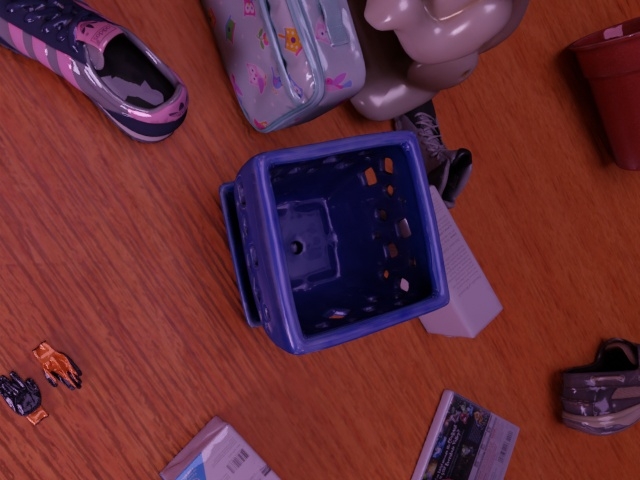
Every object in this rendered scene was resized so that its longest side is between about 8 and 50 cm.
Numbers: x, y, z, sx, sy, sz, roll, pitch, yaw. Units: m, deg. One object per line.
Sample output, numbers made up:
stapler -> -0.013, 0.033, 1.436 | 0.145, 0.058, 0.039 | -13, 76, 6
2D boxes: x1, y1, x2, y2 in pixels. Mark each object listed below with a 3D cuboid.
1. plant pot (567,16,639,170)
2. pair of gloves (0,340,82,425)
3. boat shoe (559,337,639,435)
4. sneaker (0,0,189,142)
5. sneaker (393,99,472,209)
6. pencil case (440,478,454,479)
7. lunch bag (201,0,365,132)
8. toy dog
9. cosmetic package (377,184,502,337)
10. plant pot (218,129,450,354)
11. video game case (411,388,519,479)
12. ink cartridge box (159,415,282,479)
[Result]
plant pot -> 0.649, -0.290, 1.128 | 0.273, 0.272, 0.264 | -28, 107, -27
pair of gloves -> -0.334, 0.170, 0.702 | 0.083, 0.010, 0.074 | -43, 107, -21
boat shoe -> 0.600, 0.254, 1.117 | 0.356, 0.132, 0.130 | -13, 92, -29
sneaker -> -0.288, -0.248, 0.692 | 0.319, 0.131, 0.112 | 35, 71, -21
sneaker -> 0.189, -0.153, 0.933 | 0.086, 0.132, 0.228 | -4, 88, -28
pencil case -> 0.259, 0.439, 0.923 | 0.210, 0.095, 0.098 | 26, 110, -25
lunch bag -> -0.057, -0.294, 0.764 | 0.108, 0.224, 0.278 | -23, 97, -28
toy dog -> 0.202, -0.361, 0.750 | 0.396, 0.408, 0.284 | -8, 84, -12
cosmetic package -> 0.173, 0.036, 0.919 | 0.085, 0.117, 0.231 | -39, 104, -23
plant pot -> 0.000, 0.000, 0.777 | 0.236, 0.212, 0.235 | -13, 93, -28
video game case -> 0.241, 0.370, 0.981 | 0.173, 0.022, 0.190 | 32, 73, -22
ink cartridge box -> -0.111, 0.336, 0.777 | 0.104, 0.060, 0.180 | -44, 105, -24
